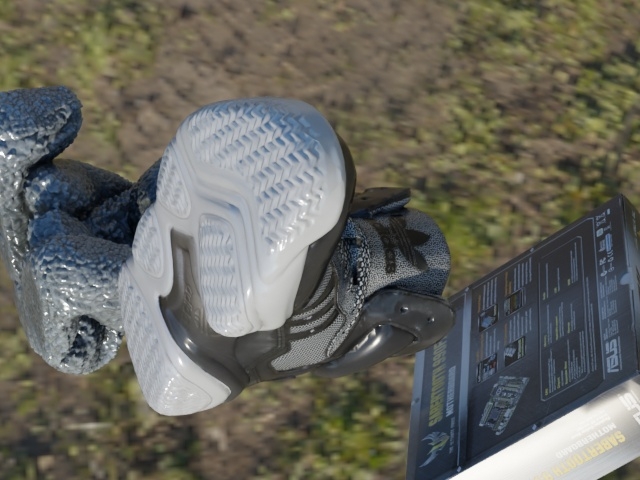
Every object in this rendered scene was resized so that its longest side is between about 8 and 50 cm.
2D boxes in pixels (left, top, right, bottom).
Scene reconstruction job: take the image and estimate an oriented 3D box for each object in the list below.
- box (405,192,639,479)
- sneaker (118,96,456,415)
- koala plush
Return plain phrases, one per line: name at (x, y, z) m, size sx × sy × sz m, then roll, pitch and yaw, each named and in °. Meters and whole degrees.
box at (0.147, 0.086, 1.340) m, size 0.183 × 0.231 × 0.056 m, roll -33°, pitch 112°, yaw 21°
sneaker at (0.000, 0.000, 0.959) m, size 0.268 × 0.153 × 0.101 m, roll 127°, pitch 128°, yaw -61°
koala plush at (-0.120, -0.009, 1.476) m, size 0.221 × 0.203 × 0.196 m, roll -16°, pitch 58°, yaw -15°
